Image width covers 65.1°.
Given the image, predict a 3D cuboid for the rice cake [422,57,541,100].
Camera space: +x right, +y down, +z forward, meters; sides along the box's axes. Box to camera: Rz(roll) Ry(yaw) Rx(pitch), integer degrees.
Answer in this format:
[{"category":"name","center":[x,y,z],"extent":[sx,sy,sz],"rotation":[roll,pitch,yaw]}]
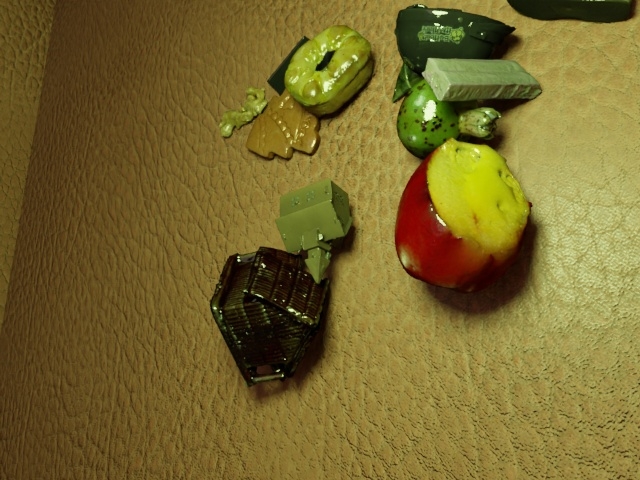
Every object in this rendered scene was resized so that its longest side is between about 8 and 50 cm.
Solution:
[{"category":"rice cake","center":[0.357,-0.357,1.104],"extent":[0.106,0.298,0.050],"rotation":[61,146,31]}]

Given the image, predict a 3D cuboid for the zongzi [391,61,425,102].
[{"category":"zongzi","center":[0.226,-0.449,1.359],"extent":[0.119,0.055,0.109],"rotation":[-30,58,38]}]

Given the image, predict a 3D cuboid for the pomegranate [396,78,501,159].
[{"category":"pomegranate","center":[0.295,-0.281,1.168],"extent":[0.248,0.202,0.202],"rotation":[25,92,45]}]

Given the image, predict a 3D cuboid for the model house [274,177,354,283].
[{"category":"model house","center":[0.000,0.000,1.302],"extent":[0.181,0.176,0.247],"rotation":[-16,63,31]}]

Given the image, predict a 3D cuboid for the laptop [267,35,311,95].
[{"category":"laptop","center":[-0.082,-0.560,1.629],"extent":[0.197,0.016,0.135],"rotation":[-48,56,15]}]

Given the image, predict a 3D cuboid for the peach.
[{"category":"peach","center":[0.300,-0.060,1.062],"extent":[0.281,0.281,0.338],"rotation":[18,87,37]}]

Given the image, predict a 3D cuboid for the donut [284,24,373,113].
[{"category":"donut","center":[0.025,-0.489,1.438],"extent":[0.261,0.128,0.208],"rotation":[-38,59,5]}]

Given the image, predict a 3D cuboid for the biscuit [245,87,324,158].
[{"category":"biscuit","center":[-0.118,-0.359,1.569],"extent":[0.307,0.043,0.283],"rotation":[-24,66,26]}]

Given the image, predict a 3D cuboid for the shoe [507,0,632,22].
[{"category":"shoe","center":[0.557,-0.558,1.127],"extent":[0.275,0.103,0.098],"rotation":[21,88,31]}]

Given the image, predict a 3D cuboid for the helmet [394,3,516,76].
[{"category":"helmet","center":[0.310,-0.468,1.214],"extent":[0.279,0.230,0.160],"rotation":[19,111,15]}]

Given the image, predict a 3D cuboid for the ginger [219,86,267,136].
[{"category":"ginger","center":[-0.261,-0.439,1.698],"extent":[0.176,0.053,0.193],"rotation":[15,85,43]}]

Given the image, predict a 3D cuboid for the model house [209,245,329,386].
[{"category":"model house","center":[-0.099,0.173,1.335],"extent":[0.283,0.297,0.317],"rotation":[-20,28,20]}]
